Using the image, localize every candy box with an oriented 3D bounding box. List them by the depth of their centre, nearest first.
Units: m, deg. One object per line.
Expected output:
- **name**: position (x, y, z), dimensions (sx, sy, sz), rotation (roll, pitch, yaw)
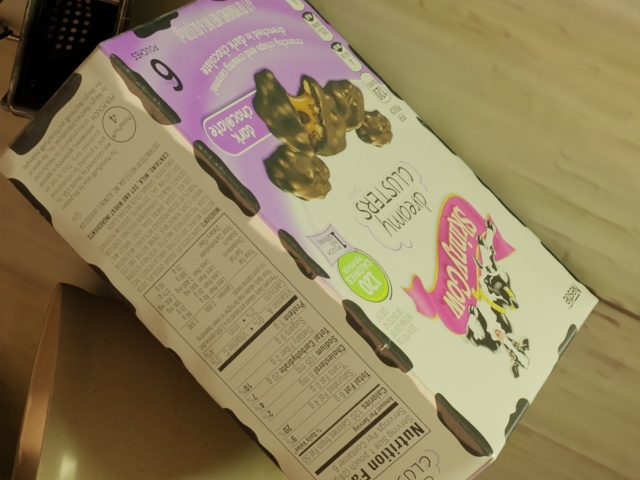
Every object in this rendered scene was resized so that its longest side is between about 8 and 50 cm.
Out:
- **candy box**: position (0.000, 0.000, 0.682), dimensions (0.196, 0.165, 0.070), rotation (46, 117, 1)

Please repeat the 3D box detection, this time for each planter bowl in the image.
- **planter bowl**: position (-0.074, 0.107, 0.761), dimensions (0.109, 0.162, 0.162), rotation (11, 112, -11)

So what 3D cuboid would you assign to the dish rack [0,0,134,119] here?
- **dish rack**: position (-0.190, -0.182, 0.727), dimensions (0.271, 0.074, 0.208), rotation (16, 110, 1)
